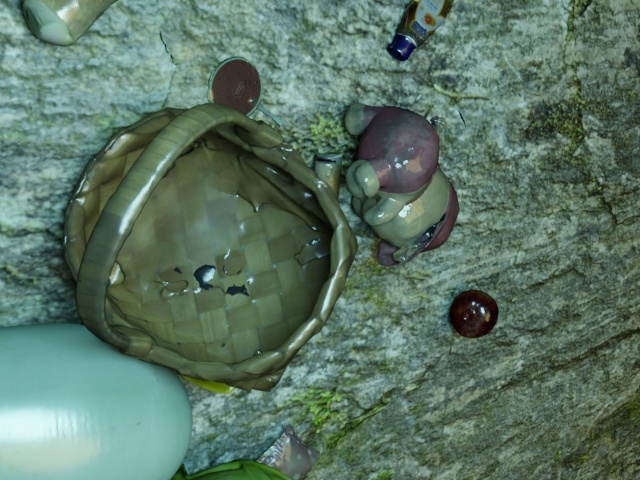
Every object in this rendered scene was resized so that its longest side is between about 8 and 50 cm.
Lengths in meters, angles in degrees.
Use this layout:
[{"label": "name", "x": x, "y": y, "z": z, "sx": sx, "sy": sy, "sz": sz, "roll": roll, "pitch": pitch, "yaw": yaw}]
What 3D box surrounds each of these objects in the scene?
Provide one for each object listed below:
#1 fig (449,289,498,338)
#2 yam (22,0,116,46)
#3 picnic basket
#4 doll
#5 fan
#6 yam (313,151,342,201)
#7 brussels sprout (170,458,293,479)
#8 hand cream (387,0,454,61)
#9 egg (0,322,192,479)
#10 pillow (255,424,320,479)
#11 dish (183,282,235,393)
[{"label": "fig", "x": 0.286, "y": 0.129, "z": 1.460, "sx": 0.125, "sy": 0.089, "sz": 0.088, "roll": -7, "pitch": 113, "yaw": -64}, {"label": "yam", "x": -0.178, "y": -0.341, "z": 0.896, "sx": 0.356, "sy": 0.081, "sz": 0.081, "roll": -46, "pitch": 129, "yaw": -16}, {"label": "picnic basket", "x": -0.137, "y": -0.009, "z": 0.853, "sx": 0.337, "sy": 0.337, "sz": 0.293, "roll": 37, "pitch": 81, "yaw": -41}, {"label": "doll", "x": 0.116, "y": -0.075, "z": 1.187, "sx": 0.196, "sy": 0.152, "sz": 0.256, "roll": -58, "pitch": 143, "yaw": -20}, {"label": "fan", "x": -0.095, "y": -0.188, "z": 1.069, "sx": 0.133, "sy": 0.005, "sz": 0.085, "roll": 31, "pitch": 85, "yaw": -41}, {"label": "yam", "x": 0.000, "y": 0.000, "z": 1.190, "sx": 0.046, "sy": 0.046, "sz": 0.263, "roll": -7, "pitch": 111, "yaw": -38}, {"label": "brussels sprout", "x": -0.134, "y": 0.426, "z": 1.106, "sx": 0.260, "sy": 0.227, "sz": 0.294, "roll": -15, "pitch": 119, "yaw": 0}, {"label": "hand cream", "x": 0.154, "y": -0.340, "z": 1.198, "sx": 0.062, "sy": 0.039, "sz": 0.163, "roll": 36, "pitch": 79, "yaw": -25}, {"label": "egg", "x": -0.318, "y": 0.204, "z": 0.884, "sx": 0.371, "sy": 0.230, "sz": 0.229, "roll": 8, "pitch": 101, "yaw": -35}, {"label": "pillow", "x": -0.081, "y": 0.380, "z": 1.266, "sx": 0.185, "sy": 0.043, "sz": 0.118, "roll": -47, "pitch": 131, "yaw": -16}, {"label": "dish", "x": -0.148, "y": 0.105, "z": 1.085, "sx": 0.149, "sy": 0.080, "sz": 0.207, "roll": -15, "pitch": 116, "yaw": -31}]
